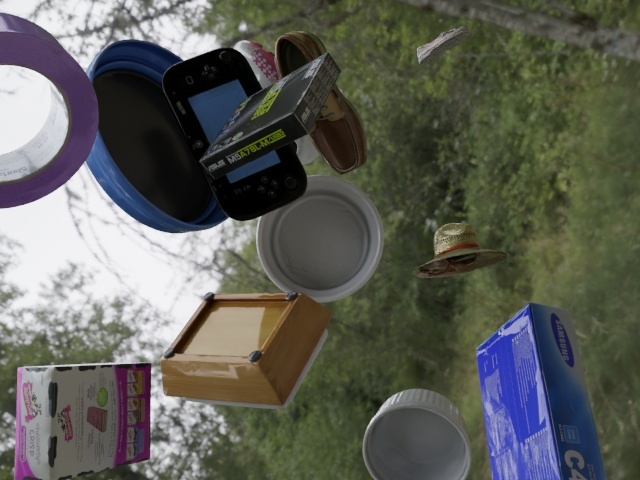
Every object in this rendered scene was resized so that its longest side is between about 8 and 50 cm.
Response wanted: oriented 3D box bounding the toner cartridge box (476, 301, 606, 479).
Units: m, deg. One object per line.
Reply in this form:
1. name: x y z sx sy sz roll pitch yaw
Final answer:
1. toner cartridge box: 0.306 0.280 1.075 0.165 0.075 0.348 123 153 -51

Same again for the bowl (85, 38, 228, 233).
1. bowl: -0.305 -0.193 1.481 0.077 0.391 0.391 -25 3 31

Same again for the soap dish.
1. soap dish: -0.148 0.200 1.469 0.229 0.290 0.118 -58 -48 -41

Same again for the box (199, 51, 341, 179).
1. box: -0.072 -0.187 1.151 0.045 0.184 0.191 50 -142 -22

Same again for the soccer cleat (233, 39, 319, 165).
1. soccer cleat: -0.122 -0.316 1.808 0.143 0.331 0.116 -38 4 -29

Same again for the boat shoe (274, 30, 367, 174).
1. boat shoe: -0.013 -0.289 1.621 0.122 0.324 0.120 -28 -4 25

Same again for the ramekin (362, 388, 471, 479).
1. ramekin: 0.192 0.389 1.499 0.109 0.207 0.207 -50 -21 -69

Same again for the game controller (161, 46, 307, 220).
1. game controller: -0.154 -0.190 1.363 0.166 0.319 0.067 -23 -11 -24

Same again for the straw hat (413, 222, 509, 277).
1. straw hat: 0.194 0.007 1.107 0.144 0.144 0.061 41 -140 -70

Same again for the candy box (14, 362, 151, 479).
1. candy box: -0.351 0.267 1.165 0.233 0.071 0.159 19 -112 -67

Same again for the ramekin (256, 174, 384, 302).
1. ramekin: 0.000 0.000 1.723 0.135 0.277 0.277 72 -136 -86

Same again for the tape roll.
1. tape roll: -0.470 -0.185 1.119 0.274 0.090 0.275 -21 -47 -24

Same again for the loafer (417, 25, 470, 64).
1. loafer: 0.246 -0.405 1.566 0.125 0.039 0.045 -30 -20 38
